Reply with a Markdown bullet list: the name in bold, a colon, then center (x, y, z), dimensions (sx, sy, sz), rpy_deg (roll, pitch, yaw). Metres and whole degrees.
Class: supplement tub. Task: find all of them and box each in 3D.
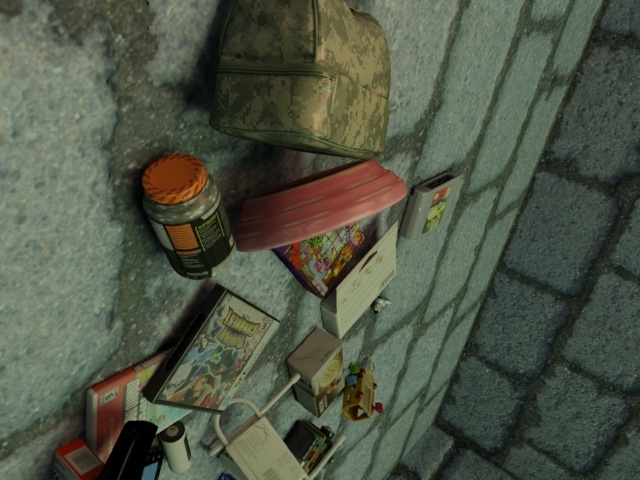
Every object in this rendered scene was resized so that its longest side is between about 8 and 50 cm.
- **supplement tub**: center (-0.205, -0.036, 0.877), dimensions (0.117, 0.117, 0.190), rpy_deg (-45, 149, -28)

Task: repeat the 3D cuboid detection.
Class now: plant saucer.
- **plant saucer**: center (-0.011, -0.074, 1.018), dimensions (0.332, 0.332, 0.084), rpy_deg (-29, 105, -46)

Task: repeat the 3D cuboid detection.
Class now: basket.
- **basket**: center (-0.181, 0.590, 1.512), dimensions (0.103, 0.113, 0.167), rpy_deg (-56, 153, -14)

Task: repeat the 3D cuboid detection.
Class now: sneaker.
- **sneaker**: center (0.203, 0.227, 1.906), dimensions (0.098, 0.038, 0.069), rpy_deg (18, 101, -53)

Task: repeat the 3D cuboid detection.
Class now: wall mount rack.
- **wall mount rack**: center (-0.101, 0.512, 1.397), dimensions (0.304, 0.350, 0.130), rpy_deg (-36, 176, -18)

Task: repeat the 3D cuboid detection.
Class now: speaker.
- **speaker**: center (-0.315, 0.453, 1.219), dimensions (0.055, 0.055, 0.136), rpy_deg (-38, 144, -37)

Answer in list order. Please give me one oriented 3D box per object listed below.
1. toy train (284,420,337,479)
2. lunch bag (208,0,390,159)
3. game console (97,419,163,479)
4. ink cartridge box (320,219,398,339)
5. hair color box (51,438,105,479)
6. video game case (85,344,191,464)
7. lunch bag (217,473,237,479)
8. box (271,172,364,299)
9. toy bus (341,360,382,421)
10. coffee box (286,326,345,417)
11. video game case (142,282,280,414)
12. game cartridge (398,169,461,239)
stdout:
- **toy train**: center (-0.082, 0.743, 1.816), dimensions (0.334, 0.142, 0.190), rpy_deg (-54, 140, -9)
- **lunch bag**: center (-0.013, -0.272, 0.880), dimensions (0.305, 0.212, 0.256), rpy_deg (-3, 104, -62)
- **game console**: center (-0.345, 0.442, 1.039), dimensions (0.361, 0.043, 0.213), rpy_deg (98, 11, -74)
- **ink cartridge box**: center (0.115, 0.103, 1.604), dimensions (0.296, 0.066, 0.261), rpy_deg (-45, 149, -29)
- **hair color box**: center (-0.429, 0.448, 0.980), dimensions (0.053, 0.093, 0.167), rpy_deg (-17, 129, -53)
- **video game case**: center (-0.326, 0.307, 1.095), dimensions (0.285, 0.025, 0.204), rpy_deg (-24, 135, -49)
- **lunch bag**: center (-0.165, 0.870, 1.508), dimensions (0.239, 0.385, 0.328), rpy_deg (-41, 146, -32)
- **box**: center (0.000, 0.000, 1.321), dimensions (0.201, 0.057, 0.293), rpy_deg (-55, 152, -12)
- **toy bus**: center (0.134, 0.546, 2.009), dimensions (0.104, 0.191, 0.202), rpy_deg (-23, 164, 25)
- **coffee box**: center (-0.009, 0.389, 1.626), dimensions (0.141, 0.098, 0.247), rpy_deg (-43, 148, -30)
- **video game case**: center (-0.210, 0.237, 1.159), dimensions (0.248, 0.035, 0.275), rpy_deg (-57, 153, -8)
- **game cartridge**: center (0.366, -0.112, 1.843), dimensions (0.294, 0.060, 0.196), rpy_deg (-27, 141, -47)
